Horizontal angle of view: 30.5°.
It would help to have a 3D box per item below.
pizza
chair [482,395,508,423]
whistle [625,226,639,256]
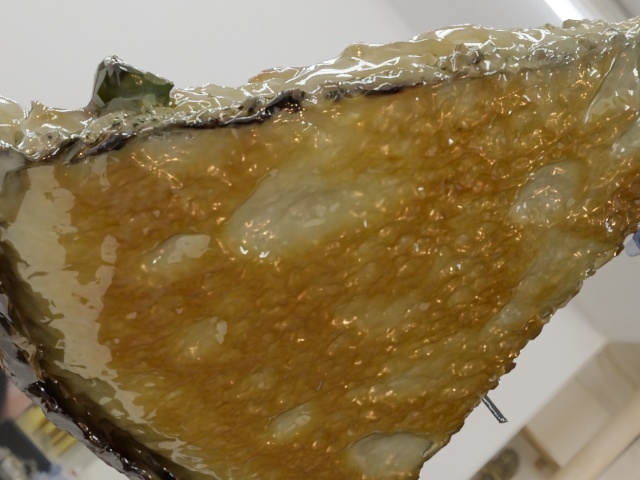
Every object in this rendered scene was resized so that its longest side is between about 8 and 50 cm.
[{"bbox_3d":[-0.027,0.018,0.627,0.391,0.435,0.080,11,35,-38],"label":"pizza"},{"bbox_3d":[0.047,0.145,1.280,0.172,0.159,0.247,5,47,-47],"label":"chair"},{"bbox_3d":[0.279,-0.004,0.970,0.083,0.029,0.033,133,-55,-61],"label":"whistle"}]
